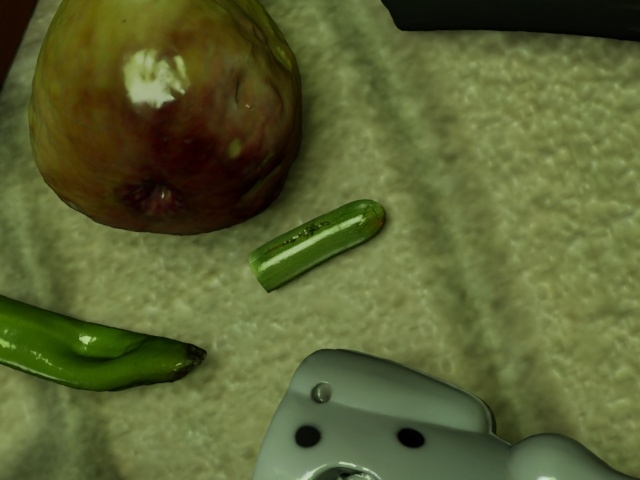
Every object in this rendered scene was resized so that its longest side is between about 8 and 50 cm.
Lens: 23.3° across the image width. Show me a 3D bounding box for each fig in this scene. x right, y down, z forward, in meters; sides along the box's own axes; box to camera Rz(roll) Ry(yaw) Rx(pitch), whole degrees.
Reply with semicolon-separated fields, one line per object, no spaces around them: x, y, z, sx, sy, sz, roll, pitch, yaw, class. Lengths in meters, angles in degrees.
-0.097;-0.126;0.898;0.159;0.159;0.257;-19;60;13;fig

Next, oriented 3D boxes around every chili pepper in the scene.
-0.160;0.060;0.925;0.201;0.052;0.050;12;117;15;chili pepper

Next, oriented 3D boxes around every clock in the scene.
0.102;0.165;0.778;0.254;0.189;0.189;10;87;17;clock

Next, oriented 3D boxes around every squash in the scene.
0.000;0.000;0.900;0.083;0.027;0.027;-27;78;10;squash

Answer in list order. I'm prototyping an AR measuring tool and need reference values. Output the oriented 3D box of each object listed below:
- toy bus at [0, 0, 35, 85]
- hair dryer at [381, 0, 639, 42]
-0.200;-0.226;0.946;0.092;0.093;0.409;22;91;9;toy bus
0.195;-0.264;0.859;0.303;0.120;0.359;1;74;30;hair dryer
